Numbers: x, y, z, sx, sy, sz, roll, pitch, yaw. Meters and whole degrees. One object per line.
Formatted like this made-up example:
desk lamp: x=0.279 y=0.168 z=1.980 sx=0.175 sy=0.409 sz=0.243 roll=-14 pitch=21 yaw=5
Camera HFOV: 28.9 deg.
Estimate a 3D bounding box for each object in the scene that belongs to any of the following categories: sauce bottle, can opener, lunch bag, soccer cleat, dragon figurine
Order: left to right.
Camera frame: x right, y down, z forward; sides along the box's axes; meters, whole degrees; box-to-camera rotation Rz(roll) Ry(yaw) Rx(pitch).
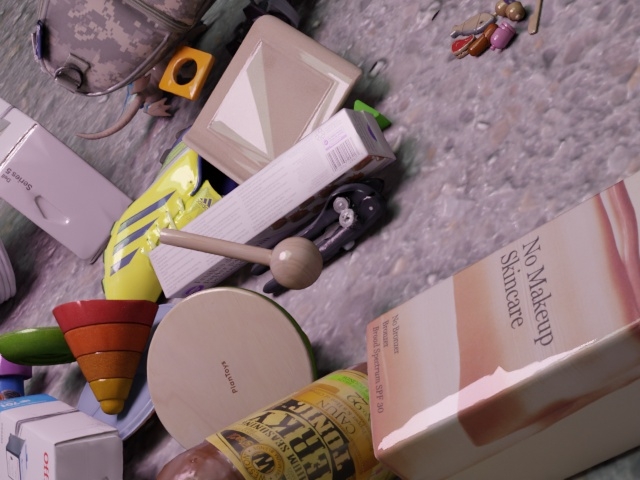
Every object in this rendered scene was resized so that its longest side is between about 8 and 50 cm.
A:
lunch bag: x=-0.249 y=-0.343 z=1.666 sx=0.256 sy=0.212 sz=0.305 roll=-55 pitch=8 yaw=26
dragon figurine: x=-0.261 y=-0.249 z=1.873 sx=0.289 sy=0.085 sz=0.144 roll=-50 pitch=31 yaw=-8
soccer cleat: x=-0.179 y=-0.029 z=1.560 sx=0.121 sy=0.093 sz=0.289 roll=6 pitch=62 yaw=43
sauce bottle: x=-0.053 y=0.201 z=0.998 sx=0.111 sy=0.111 sz=0.344 roll=-11 pitch=9 yaw=44
can opener: x=0.000 y=0.000 z=1.367 sx=0.186 sy=0.073 sz=0.059 roll=-41 pitch=73 yaw=19

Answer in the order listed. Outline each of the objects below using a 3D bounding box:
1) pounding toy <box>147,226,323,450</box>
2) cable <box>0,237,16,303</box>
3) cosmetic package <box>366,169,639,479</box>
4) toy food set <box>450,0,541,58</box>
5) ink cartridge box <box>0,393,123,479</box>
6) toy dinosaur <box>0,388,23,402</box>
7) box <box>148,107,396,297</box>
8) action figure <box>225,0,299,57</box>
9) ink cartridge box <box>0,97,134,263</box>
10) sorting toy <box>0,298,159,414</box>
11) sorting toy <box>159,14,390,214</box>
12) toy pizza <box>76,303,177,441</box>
pounding toy: x=-0.073 y=0.105 z=1.276 sx=0.183 sy=0.110 sz=0.236 roll=6 pitch=98 yaw=19
cable: x=-0.538 y=-0.009 z=1.830 sx=0.089 sy=0.257 sz=0.257 roll=-29 pitch=19 yaw=-23
cosmetic package: x=0.190 y=0.084 z=0.981 sx=0.296 sy=0.129 sz=0.153 roll=-32 pitch=36 yaw=25
toy food set: x=0.190 y=-0.238 z=1.396 sx=0.122 sy=0.019 sz=0.078 roll=-18 pitch=45 yaw=39
ink cartridge box: x=-0.296 y=0.259 z=1.370 sx=0.191 sy=0.082 sz=0.139 roll=10 pitch=102 yaw=55
toy dinosaur: x=-0.445 y=0.280 z=1.536 sx=0.200 sy=0.127 sz=0.296 roll=-16 pitch=-7 yaw=-22
box: x=-0.061 y=-0.037 z=1.416 sx=0.324 sy=0.063 sz=0.067 roll=-35 pitch=70 yaw=28
action figure: x=-0.047 y=-0.369 z=1.735 sx=0.185 sy=0.099 sz=0.285 roll=-33 pitch=30 yaw=46
ink cartridge box: x=-0.413 y=-0.098 z=1.802 sx=0.115 sy=0.198 sz=0.273 roll=-52 pitch=34 yaw=-6
sorting toy: x=-0.314 y=0.168 z=1.496 sx=0.365 sy=0.127 sz=0.126 roll=-24 pitch=67 yaw=48
sorting toy: x=-0.056 y=-0.159 z=1.518 sx=0.348 sy=0.047 sz=0.196 roll=37 pitch=94 yaw=33
toy pizza: x=-0.216 y=0.164 z=1.459 sx=0.201 sy=0.032 sz=0.201 roll=-37 pitch=31 yaw=27
